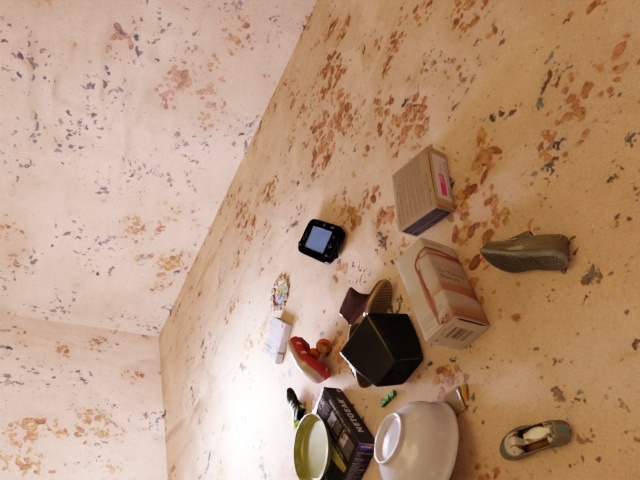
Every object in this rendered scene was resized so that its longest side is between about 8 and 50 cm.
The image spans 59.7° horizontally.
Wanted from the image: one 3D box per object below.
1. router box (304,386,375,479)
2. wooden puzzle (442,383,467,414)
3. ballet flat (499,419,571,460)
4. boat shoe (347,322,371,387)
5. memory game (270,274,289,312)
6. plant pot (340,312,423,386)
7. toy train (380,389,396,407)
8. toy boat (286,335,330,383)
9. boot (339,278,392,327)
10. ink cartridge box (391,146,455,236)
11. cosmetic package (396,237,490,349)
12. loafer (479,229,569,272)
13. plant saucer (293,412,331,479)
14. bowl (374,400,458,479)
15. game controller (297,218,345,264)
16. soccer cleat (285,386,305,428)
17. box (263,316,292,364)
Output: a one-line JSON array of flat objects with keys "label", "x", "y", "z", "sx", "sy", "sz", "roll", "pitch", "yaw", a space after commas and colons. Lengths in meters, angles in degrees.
[{"label": "router box", "x": 0.056, "y": 0.702, "z": 1.944, "sx": 0.243, "sy": 0.081, "sz": 0.309, "roll": -67, "pitch": 29, "yaw": 14}, {"label": "wooden puzzle", "x": 0.377, "y": 0.454, "z": 1.567, "sx": 0.116, "sy": 0.014, "sz": 0.079, "roll": -44, "pitch": 37, "yaw": 43}, {"label": "ballet flat", "x": 0.485, "y": 0.465, "z": 1.310, "sx": 0.213, "sy": 0.068, "sz": 0.072, "roll": -43, "pitch": 41, "yaw": 44}, {"label": "boat shoe", "x": 0.125, "y": 0.395, "z": 1.928, "sx": 0.073, "sy": 0.080, "sz": 0.224, "roll": 170, "pitch": 89, "yaw": -67}, {"label": "memory game", "x": -0.198, "y": 0.255, "z": 2.681, "sx": 0.186, "sy": 0.012, "sz": 0.186, "roll": -34, "pitch": 49, "yaw": 50}, {"label": "plant pot", "x": 0.209, "y": 0.353, "z": 1.756, "sx": 0.187, "sy": 0.188, "sz": 0.167, "roll": -58, "pitch": 46, "yaw": 27}, {"label": "toy train", "x": 0.219, "y": 0.514, "z": 1.812, "sx": 0.083, "sy": 0.017, "sz": 0.024, "roll": -55, "pitch": 25, "yaw": 32}, {"label": "toy boat", "x": -0.023, "y": 0.444, "z": 2.181, "sx": 0.151, "sy": 0.151, "sz": 0.231, "roll": -41, "pitch": 34, "yaw": 1}, {"label": "boot", "x": 0.150, "y": 0.213, "z": 1.997, "sx": 0.207, "sy": 0.090, "sz": 0.249, "roll": 44, "pitch": 120, "yaw": 54}, {"label": "ink cartridge box", "x": 0.336, "y": -0.159, "z": 1.852, "sx": 0.193, "sy": 0.088, "sz": 0.235, "roll": -37, "pitch": 45, "yaw": 46}, {"label": "cosmetic package", "x": 0.349, "y": 0.151, "z": 1.619, "sx": 0.129, "sy": 0.153, "sz": 0.296, "roll": -52, "pitch": 37, "yaw": 33}, {"label": "loafer", "x": 0.530, "y": 0.026, "z": 1.440, "sx": 0.251, "sy": 0.094, "sz": 0.087, "roll": 1, "pitch": 53, "yaw": 51}, {"label": "plant saucer", "x": -0.024, "y": 0.729, "z": 1.947, "sx": 0.241, "sy": 0.037, "sz": 0.241, "roll": -33, "pitch": 50, "yaw": 51}, {"label": "bowl", "x": 0.241, "y": 0.566, "z": 1.539, "sx": 0.298, "sy": 0.134, "sz": 0.298, "roll": -59, "pitch": 13, "yaw": 23}, {"label": "game controller", "x": 0.000, "y": 0.000, "z": 2.395, "sx": 0.319, "sy": 0.067, "sz": 0.167, "roll": 20, "pitch": 95, "yaw": 61}, {"label": "soccer cleat", "x": -0.095, "y": 0.673, "z": 2.260, "sx": 0.072, "sy": 0.060, "sz": 0.179, "roll": -42, "pitch": 48, "yaw": 30}, {"label": "box", "x": -0.199, "y": 0.457, "z": 2.559, "sx": 0.145, "sy": 0.038, "sz": 0.186, "roll": 14, "pitch": 90, "yaw": 61}]
